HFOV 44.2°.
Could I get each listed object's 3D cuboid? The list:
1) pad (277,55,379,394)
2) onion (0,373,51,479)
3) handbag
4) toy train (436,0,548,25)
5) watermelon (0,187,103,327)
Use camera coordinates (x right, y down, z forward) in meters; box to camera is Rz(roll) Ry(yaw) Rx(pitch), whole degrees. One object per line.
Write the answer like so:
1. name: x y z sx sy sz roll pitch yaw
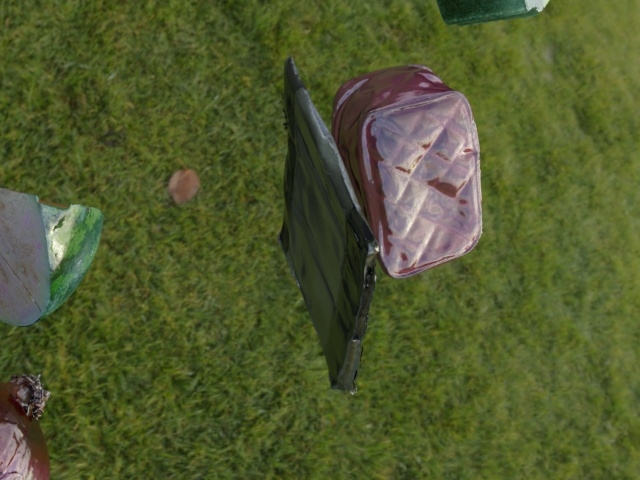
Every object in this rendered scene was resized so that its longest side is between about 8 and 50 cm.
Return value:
1. pad: 0.001 0.000 0.603 0.022 0.233 0.174 -14 57 -13
2. onion: -0.647 0.370 1.530 0.285 0.347 0.347 -45 104 -19
3. handbag: 0.096 -0.081 0.893 0.146 0.135 0.225 -16 119 -8
4. toy train: 0.249 -0.431 1.061 0.299 0.167 0.238 -54 131 -35
5. watermelon: -0.481 -0.007 1.401 0.222 0.292 0.319 -40 137 -46
